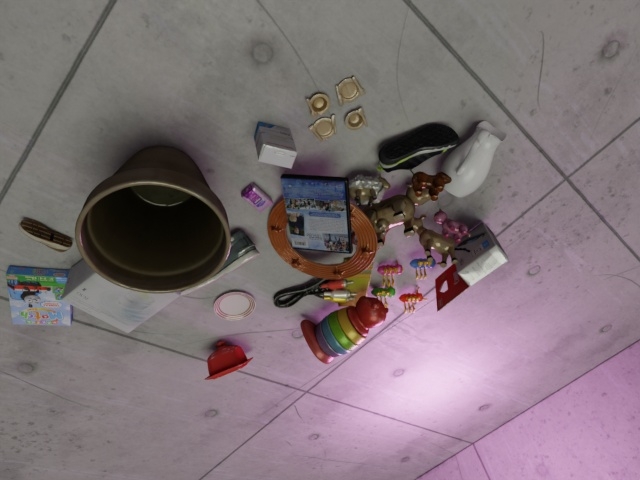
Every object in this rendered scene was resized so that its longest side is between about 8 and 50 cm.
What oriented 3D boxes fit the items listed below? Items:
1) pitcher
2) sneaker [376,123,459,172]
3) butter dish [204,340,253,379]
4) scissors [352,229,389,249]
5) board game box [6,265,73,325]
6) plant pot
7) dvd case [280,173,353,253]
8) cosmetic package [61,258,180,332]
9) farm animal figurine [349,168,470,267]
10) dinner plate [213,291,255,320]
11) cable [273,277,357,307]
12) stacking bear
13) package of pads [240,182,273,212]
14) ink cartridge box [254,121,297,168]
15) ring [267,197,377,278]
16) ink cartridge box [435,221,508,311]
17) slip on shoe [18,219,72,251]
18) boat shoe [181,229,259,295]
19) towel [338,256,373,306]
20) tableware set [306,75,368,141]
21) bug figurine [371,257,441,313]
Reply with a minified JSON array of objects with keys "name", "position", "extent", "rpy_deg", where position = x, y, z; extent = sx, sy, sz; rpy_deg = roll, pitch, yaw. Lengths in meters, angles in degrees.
[{"name":"pitcher","position":[0.417,-0.224,1.288],"extent":[0.178,0.125,0.207],"rpy_deg":[-22,147,-56]},{"name":"sneaker","position":[0.268,-0.253,1.293],"extent":[0.235,0.084,0.097],"rpy_deg":[-15,155,1]},{"name":"butter dish","position":[-0.344,0.422,1.668],"extent":[0.160,0.118,0.160],"rpy_deg":[-24,173,3]},{"name":"scissors","position":[0.226,-0.055,1.473],"extent":[0.297,0.021,0.109],"rpy_deg":[-37,120,13]},{"name":"board game box","position":[-0.828,0.170,1.366],"extent":[0.160,0.039,0.211],"rpy_deg":[6,128,-20]},{"name":"plant pot","position":[-0.388,-0.081,1.110],"extent":[0.323,0.280,0.323],"rpy_deg":[-8,131,-9]},{"name":"dvd case","position":[-0.005,-0.068,1.263],"extent":[0.181,0.022,0.253],"rpy_deg":[5,131,13]},{"name":"cosmetic package","position":[-0.564,0.120,1.330],"extent":[0.225,0.138,0.224],"rpy_deg":[-36,129,14]},{"name":"farm animal figurine","position":[0.264,-0.079,1.362],"extent":[0.327,0.172,0.330],"rpy_deg":[-7,128,14]},{"name":"dinner plate","position":[-0.292,0.221,1.569],"extent":[0.141,0.017,0.141],"rpy_deg":[-8,130,-9]},{"name":"cable","position":[-0.022,0.174,1.557],"extent":[0.287,0.072,0.139],"rpy_deg":[-11,133,-3]},{"name":"stacking bear","position":[0.102,0.298,1.627],"extent":[0.289,0.164,0.175],"rpy_deg":[-36,139,17]},{"name":"package of pads","position":[-0.179,-0.120,1.299],"extent":[0.050,0.032,0.083],"rpy_deg":[-38,129,14]},{"name":"ink cartridge box","position":[-0.115,-0.240,1.153],"extent":[0.089,0.122,0.052],"rpy_deg":[9,126,-22]},{"name":"ring","position":[0.000,0.000,1.358],"extent":[0.337,0.032,0.336],"rpy_deg":[9,133,10]},{"name":"ink cartridge box","position":[0.452,0.076,1.472],"extent":[0.261,0.296,0.066],"rpy_deg":[-42,93,19]},{"name":"slip on shoe","position":[-0.741,-0.008,1.234],"extent":[0.041,0.051,0.135],"rpy_deg":[-32,137,28]},{"name":"boat shoe","position":[-0.334,0.075,1.403],"extent":[0.320,0.116,0.099],"rpy_deg":[-29,88,19]},{"name":"towel","position":[0.121,0.147,1.618],"extent":[0.102,0.021,0.237],"rpy_deg":[-1,131,-7]},{"name":"tableware set","position":[0.043,-0.333,1.186],"extent":[0.169,0.020,0.141],"rpy_deg":[-21,132,3]},{"name":"bug figurine","position":[0.296,0.147,1.628],"extent":[0.216,0.072,0.279],"rpy_deg":[0,134,-7]}]
